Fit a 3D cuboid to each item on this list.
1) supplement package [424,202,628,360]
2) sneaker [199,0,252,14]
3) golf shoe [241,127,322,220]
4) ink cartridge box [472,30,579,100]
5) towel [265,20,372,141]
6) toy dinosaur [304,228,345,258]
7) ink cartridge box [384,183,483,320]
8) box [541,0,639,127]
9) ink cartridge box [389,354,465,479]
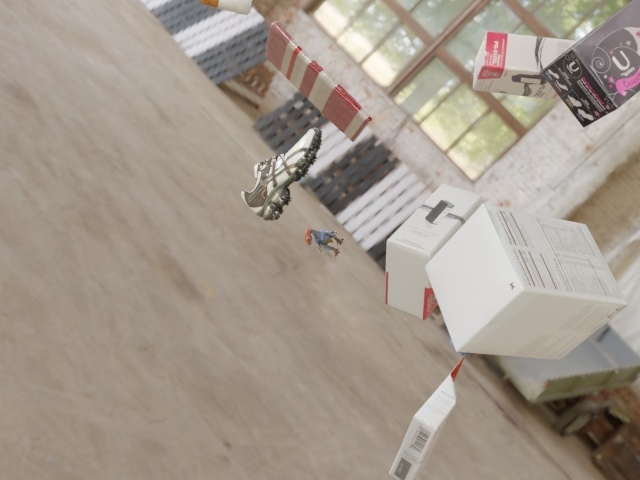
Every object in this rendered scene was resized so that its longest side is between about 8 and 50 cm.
[{"bbox_3d":[0.376,0.083,1.583,0.263,0.199,0.198,9,47,-30],"label":"supplement package"},{"bbox_3d":[-0.203,-0.554,1.695,0.123,0.106,0.290,3,41,-13],"label":"sneaker"},{"bbox_3d":[-0.073,-0.136,1.578,0.094,0.198,0.077,33,-2,11],"label":"golf shoe"},{"bbox_3d":[0.519,-0.439,2.157,0.237,0.100,0.172,7,-10,3],"label":"ink cartridge box"},{"bbox_3d":[-0.007,-0.391,2.125,0.329,0.037,0.237,44,-8,-1],"label":"towel"},{"bbox_3d":[0.000,0.000,1.418,0.082,0.047,0.090,28,-3,-30],"label":"toy dinosaur"},{"bbox_3d":[0.267,0.022,2.002,0.114,0.197,0.273,22,44,27],"label":"ink cartridge box"},{"bbox_3d":[0.627,-0.382,1.799,0.163,0.247,0.142,53,-15,0],"label":"box"},{"bbox_3d":[0.238,0.365,1.734,0.066,0.189,0.232,34,41,23],"label":"ink cartridge box"}]
